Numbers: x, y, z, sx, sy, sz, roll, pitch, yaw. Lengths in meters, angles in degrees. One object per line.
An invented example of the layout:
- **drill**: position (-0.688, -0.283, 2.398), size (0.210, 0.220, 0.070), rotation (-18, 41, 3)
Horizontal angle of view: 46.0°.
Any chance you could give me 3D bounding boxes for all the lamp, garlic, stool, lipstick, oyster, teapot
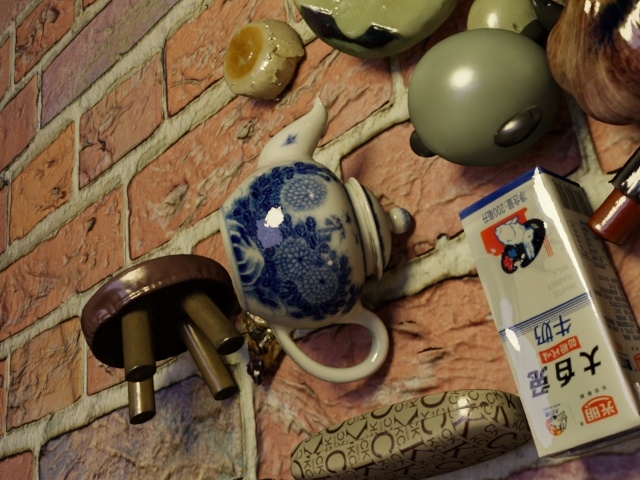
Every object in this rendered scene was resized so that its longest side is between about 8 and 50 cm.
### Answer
- **lamp**: position (0.218, -0.210, 0.980), size (0.197, 0.198, 0.244), rotation (0, 57, 45)
- **garlic**: position (0.340, -0.251, 0.823), size (0.245, 0.160, 0.245), rotation (-54, 20, 30)
- **stool**: position (-0.252, 0.168, 1.278), size (0.272, 0.272, 0.178), rotation (-47, 53, 26)
- **lipstick**: position (0.405, -0.119, 0.821), size (0.300, 0.081, 0.081), rotation (-56, 47, 17)
- **oyster**: position (-0.072, 0.074, 1.269), size (0.128, 0.078, 0.345), rotation (13, 86, 38)
- **teapot**: position (0.000, 0.000, 1.107), size (0.252, 0.280, 0.424), rotation (134, 123, -82)

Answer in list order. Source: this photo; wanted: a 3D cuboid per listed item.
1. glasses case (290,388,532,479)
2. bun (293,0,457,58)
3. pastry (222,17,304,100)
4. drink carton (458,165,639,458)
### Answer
- **glasses case**: position (0.108, 0.264, 0.978), size (0.354, 0.137, 0.085), rotation (-28, 53, 37)
- **bun**: position (0.090, -0.425, 1.155), size (0.283, 0.179, 0.283), rotation (13, 118, 26)
- **pastry**: position (-0.109, -0.335, 1.400), size (0.166, 0.088, 0.166), rotation (-13, 71, 41)
- **drink carton**: position (0.281, 0.083, 0.878), size (0.130, 0.106, 0.315), rotation (-34, 58, 37)
